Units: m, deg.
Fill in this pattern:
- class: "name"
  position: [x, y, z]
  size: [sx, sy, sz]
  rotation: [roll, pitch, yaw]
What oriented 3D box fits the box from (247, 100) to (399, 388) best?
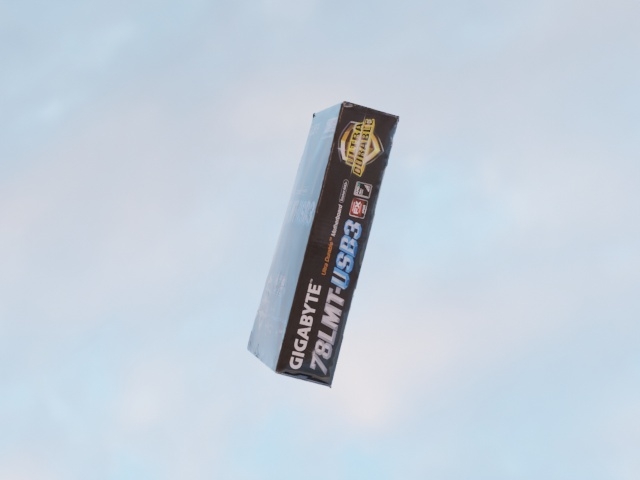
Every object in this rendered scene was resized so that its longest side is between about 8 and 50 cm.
- class: "box"
  position: [0.000, 0.000, 2.088]
  size: [0.073, 0.293, 0.295]
  rotation: [14, 180, -8]
